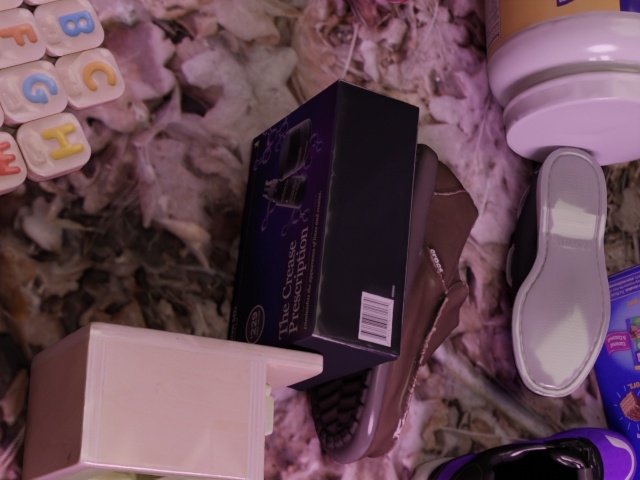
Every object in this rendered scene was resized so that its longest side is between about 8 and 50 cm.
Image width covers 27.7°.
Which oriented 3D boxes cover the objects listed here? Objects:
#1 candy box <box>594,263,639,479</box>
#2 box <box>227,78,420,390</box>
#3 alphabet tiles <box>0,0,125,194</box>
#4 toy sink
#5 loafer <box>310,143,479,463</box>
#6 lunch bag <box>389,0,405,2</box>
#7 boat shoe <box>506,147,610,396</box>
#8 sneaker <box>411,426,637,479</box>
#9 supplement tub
[{"bbox_3d":[0.441,0.171,1.452,0.122,0.268,0.317,-5,78,-29],"label":"candy box"},{"bbox_3d":[0.000,0.000,1.288,0.103,0.184,0.261,16,67,-24],"label":"box"},{"bbox_3d":[-0.331,-0.183,1.243,0.278,0.021,0.284,-21,86,-35],"label":"alphabet tiles"},{"bbox_3d":[-0.130,0.166,1.174,0.234,0.153,0.131,11,69,-30],"label":"toy sink"},{"bbox_3d":[0.098,0.070,1.355,0.130,0.134,0.366,29,62,-21],"label":"loafer"},{"bbox_3d":[0.092,-0.433,1.439,0.120,0.258,0.293,2,73,-31],"label":"lunch bag"},{"bbox_3d":[0.270,0.044,1.495,0.114,0.091,0.302,18,67,-4],"label":"boat shoe"},{"bbox_3d":[0.252,0.257,1.382,0.293,0.146,0.102,-6,78,-32],"label":"sneaker"},{"bbox_3d":[0.314,-0.277,1.535,0.241,0.241,0.331,10,69,-29],"label":"supplement tub"}]
